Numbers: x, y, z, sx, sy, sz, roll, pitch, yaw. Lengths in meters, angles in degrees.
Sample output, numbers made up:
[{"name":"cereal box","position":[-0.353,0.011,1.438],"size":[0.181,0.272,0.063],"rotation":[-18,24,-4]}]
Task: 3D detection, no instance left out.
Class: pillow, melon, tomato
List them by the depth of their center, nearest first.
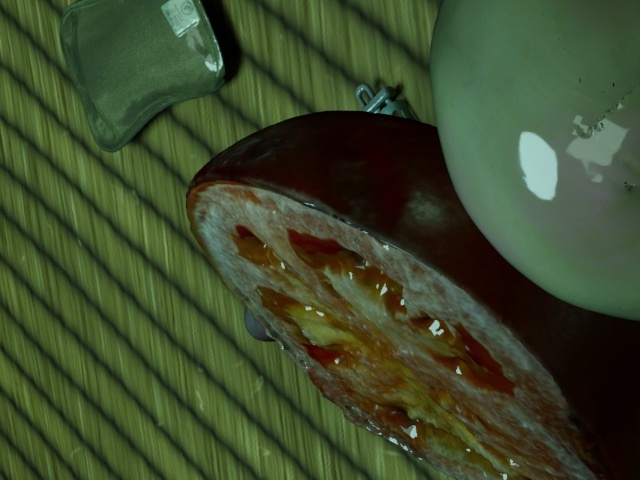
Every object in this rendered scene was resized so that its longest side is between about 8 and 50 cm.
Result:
[{"name":"melon","position":[0.165,-0.080,1.004],"size":[0.317,0.223,0.223],"rotation":[-87,-4,-67]},{"name":"tomato","position":[0.082,0.024,1.227],"size":[0.338,0.143,0.338],"rotation":[33,160,13]},{"name":"pillow","position":[-0.147,-0.155,1.567],"size":[0.217,0.033,0.130],"rotation":[-26,82,53]}]

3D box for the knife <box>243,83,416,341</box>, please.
[{"name":"knife","position":[-0.002,0.001,1.443],"size":[0.278,0.053,0.123],"rotation":[-47,63,49]}]
